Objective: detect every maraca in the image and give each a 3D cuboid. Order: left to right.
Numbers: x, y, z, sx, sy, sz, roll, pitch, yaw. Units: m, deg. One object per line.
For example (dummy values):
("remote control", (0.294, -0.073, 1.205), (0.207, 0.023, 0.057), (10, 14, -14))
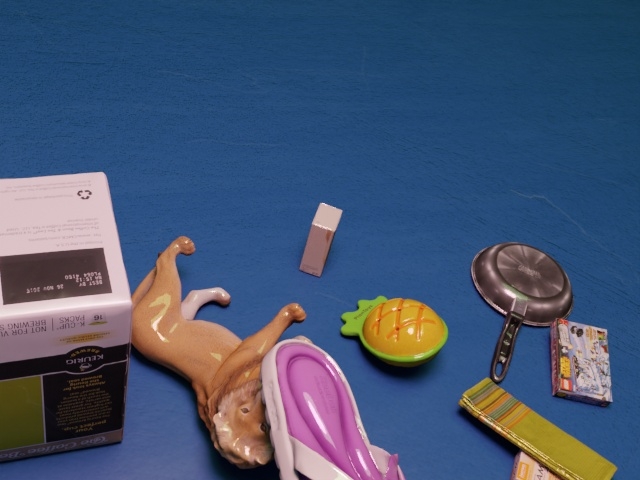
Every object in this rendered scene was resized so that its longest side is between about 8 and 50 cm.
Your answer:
("maraca", (0.116, 0.140, 1.290), (0.186, 0.099, 0.127), (21, 42, 41))

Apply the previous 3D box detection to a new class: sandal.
("sandal", (0.039, 0.272, 0.938), (0.169, 0.102, 0.416), (2, 45, -41))

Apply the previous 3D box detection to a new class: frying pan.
("frying pan", (0.330, 0.096, 1.429), (0.197, 0.053, 0.326), (40, 46, 22))

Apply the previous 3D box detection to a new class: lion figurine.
("lion figurine", (-0.167, 0.159, 1.179), (0.392, 0.142, 0.240), (24, 51, 28))

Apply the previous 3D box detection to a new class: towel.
("towel", (0.328, 0.290, 1.219), (0.237, 0.021, 0.102), (33, 30, 25))

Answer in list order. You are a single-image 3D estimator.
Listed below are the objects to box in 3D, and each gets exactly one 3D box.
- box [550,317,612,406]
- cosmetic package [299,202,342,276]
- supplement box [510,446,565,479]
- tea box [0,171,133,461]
("box", (0.434, 0.203, 1.351), (0.094, 0.027, 0.137), (14, 54, -5))
("cosmetic package", (0.000, 0.000, 1.373), (0.041, 0.115, 0.060), (19, 45, 2))
("supplement box", (0.331, 0.353, 1.183), (0.098, 0.036, 0.062), (22, 44, 6))
("tea box", (-0.416, 0.109, 0.995), (0.329, 0.323, 0.220), (-5, 49, -22))
